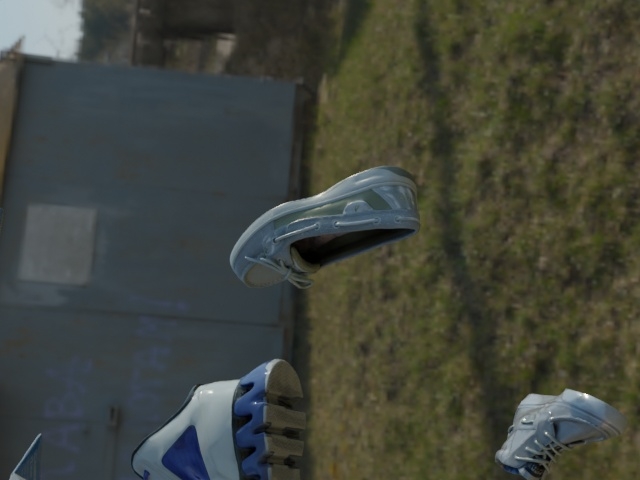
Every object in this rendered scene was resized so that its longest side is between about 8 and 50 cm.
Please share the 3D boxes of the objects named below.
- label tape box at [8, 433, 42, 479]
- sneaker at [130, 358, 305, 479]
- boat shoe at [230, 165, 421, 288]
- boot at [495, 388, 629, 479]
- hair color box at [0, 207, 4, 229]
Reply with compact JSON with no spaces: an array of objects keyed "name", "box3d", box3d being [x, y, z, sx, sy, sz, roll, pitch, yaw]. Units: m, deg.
[{"name":"label tape box","box3d":[-0.261,0.379,0.951,0.348,0.115,0.249,-77,-4,-66]},{"name":"sneaker","box3d":[-0.118,0.298,1.198,0.127,0.182,0.316,35,-127,-57]},{"name":"boat shoe","box3d":[0.002,0.001,1.540,0.118,0.320,0.103,37,-143,-48]},{"name":"boot","box3d":[0.322,0.278,1.439,0.123,0.095,0.258,-58,3,-14]},{"name":"hair color box","box3d":[-0.567,0.128,1.503,0.374,0.113,0.185,-56,28,35]}]
